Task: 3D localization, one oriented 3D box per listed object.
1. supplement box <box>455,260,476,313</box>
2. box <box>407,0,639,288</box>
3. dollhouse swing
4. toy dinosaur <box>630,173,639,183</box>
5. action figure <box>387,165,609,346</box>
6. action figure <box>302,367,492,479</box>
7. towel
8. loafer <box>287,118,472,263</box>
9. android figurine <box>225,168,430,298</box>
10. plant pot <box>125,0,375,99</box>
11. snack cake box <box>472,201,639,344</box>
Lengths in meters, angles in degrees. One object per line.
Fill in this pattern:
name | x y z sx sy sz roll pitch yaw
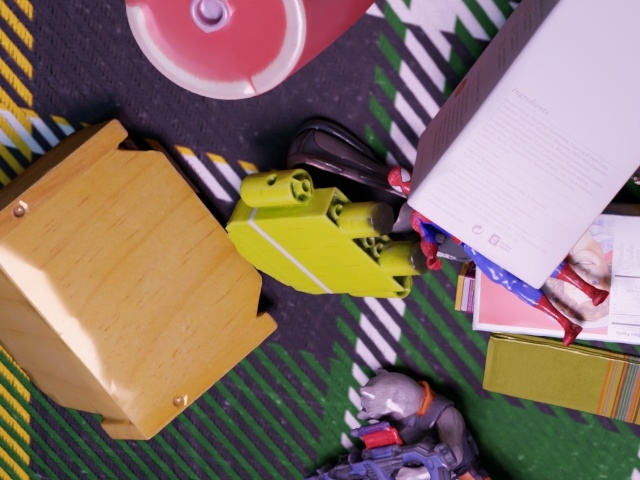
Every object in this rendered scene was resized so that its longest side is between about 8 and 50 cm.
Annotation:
supplement box | 0.211 0.061 1.995 0.083 0.043 0.055 12 124 11
box | 0.259 -0.159 1.678 0.168 0.215 0.345 33 113 -7
dollhouse swing | -0.299 0.046 2.143 0.315 0.305 0.347 -41 108 -8
toy dinosaur | 0.377 -0.111 1.818 0.183 0.053 0.092 15 125 8
action figure | 0.176 0.008 1.805 0.280 0.139 0.091 38 109 14
action figure | 0.140 0.311 2.155 0.341 0.178 0.330 -10 116 55
towel | 0.325 0.177 2.050 0.237 0.021 0.102 12 125 11
loafer | 0.074 -0.041 1.944 0.268 0.084 0.096 31 126 -4
android figurine | 0.000 0.000 1.963 0.273 0.056 0.248 -3 145 46
plant pot | -0.077 -0.290 1.728 0.275 0.243 0.275 9 125 13
snack cake box | 0.316 0.034 1.884 0.264 0.089 0.152 5 102 15
